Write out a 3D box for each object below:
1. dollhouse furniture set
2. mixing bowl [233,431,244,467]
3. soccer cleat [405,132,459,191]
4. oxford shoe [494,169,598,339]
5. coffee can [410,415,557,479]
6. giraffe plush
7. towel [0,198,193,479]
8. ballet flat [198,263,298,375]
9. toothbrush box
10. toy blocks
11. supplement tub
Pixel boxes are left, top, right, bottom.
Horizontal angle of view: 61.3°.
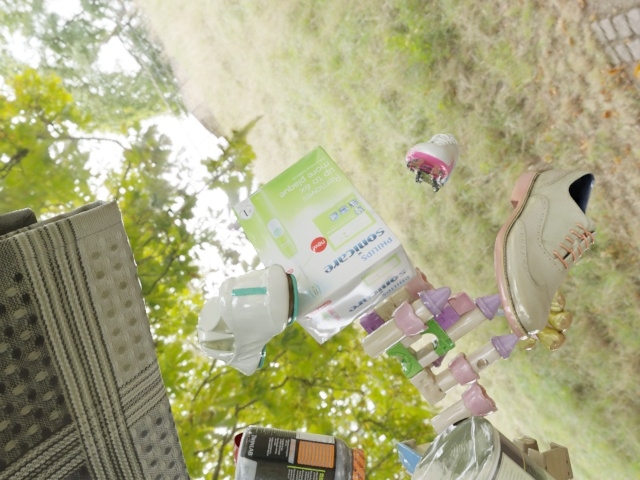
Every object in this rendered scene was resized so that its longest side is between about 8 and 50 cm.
[{"bbox_3d":[0.371,0.571,1.259,0.303,0.286,0.198,166,97,-71],"label":"dollhouse furniture set"},{"bbox_3d":[-0.210,0.709,1.746,0.181,0.098,0.181,20,-177,-1],"label":"mixing bowl"},{"bbox_3d":[0.290,-0.220,1.360,0.115,0.143,0.331,27,-178,11],"label":"soccer cleat"},{"bbox_3d":[0.427,0.002,1.006,0.140,0.146,0.397,46,-129,-31],"label":"oxford shoe"},{"bbox_3d":[0.306,0.451,0.867,0.275,0.201,0.201,41,-168,-4],"label":"coffee can"},{"bbox_3d":[0.574,0.189,1.490,0.210,0.182,0.170,16,-164,18],"label":"giraffe plush"},{"bbox_3d":[-0.239,0.156,0.383,0.312,0.056,0.325,-33,-56,-50],"label":"towel"},{"bbox_3d":[-0.143,0.140,0.910,0.139,0.139,0.400,51,153,9],"label":"ballet flat"},{"bbox_3d":[0.000,0.000,0.951,0.283,0.206,0.122,56,-178,37],"label":"toothbrush box"},{"bbox_3d":[0.254,0.168,1.110,0.289,0.260,0.309,49,-169,-12],"label":"toy blocks"},{"bbox_3d":[-0.053,0.589,1.376,0.315,0.194,0.193,9,-165,-1],"label":"supplement tub"}]
